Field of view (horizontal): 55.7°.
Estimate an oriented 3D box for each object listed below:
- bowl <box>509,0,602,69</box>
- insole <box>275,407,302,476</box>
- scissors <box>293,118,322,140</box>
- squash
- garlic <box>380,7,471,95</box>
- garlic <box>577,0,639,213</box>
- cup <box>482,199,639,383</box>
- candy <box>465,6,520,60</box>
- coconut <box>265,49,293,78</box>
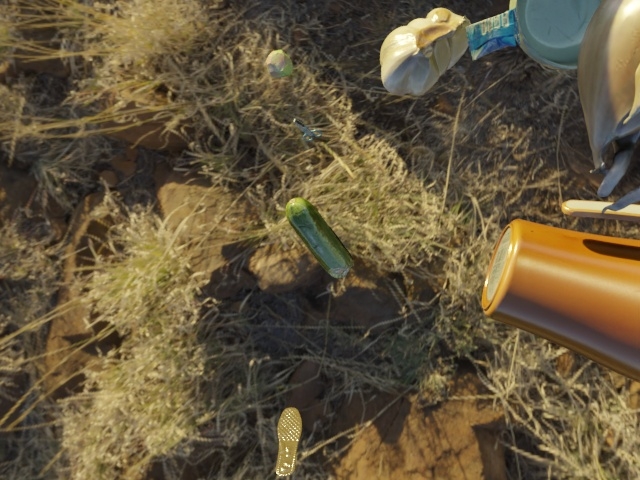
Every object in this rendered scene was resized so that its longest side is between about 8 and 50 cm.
[{"bbox_3d":[0.623,-0.586,1.539,0.306,0.163,0.308,0,99,-1],"label":"bowl"},{"bbox_3d":[-0.055,0.342,1.037,0.044,0.135,0.002,-6,128,9],"label":"insole"},{"bbox_3d":[-0.044,-0.317,1.732,0.058,0.119,0.014,-22,63,25],"label":"scissors"},{"bbox_3d":[0.000,0.000,1.305,0.069,0.069,0.239,-21,127,23],"label":"squash"},{"bbox_3d":[0.270,-0.508,1.660,0.184,0.203,0.281,33,71,23],"label":"garlic"},{"bbox_3d":[0.318,-0.142,0.456,0.210,0.237,0.292,44,116,3],"label":"garlic"},{"bbox_3d":[0.351,0.052,0.739,0.263,0.182,0.226,17,124,7],"label":"cup"},{"bbox_3d":[0.403,-0.482,1.422,0.136,0.038,0.088,-8,91,46],"label":"candy"},{"bbox_3d":[-0.126,-0.531,1.820,0.081,0.083,0.082,10,88,44],"label":"coconut"}]
